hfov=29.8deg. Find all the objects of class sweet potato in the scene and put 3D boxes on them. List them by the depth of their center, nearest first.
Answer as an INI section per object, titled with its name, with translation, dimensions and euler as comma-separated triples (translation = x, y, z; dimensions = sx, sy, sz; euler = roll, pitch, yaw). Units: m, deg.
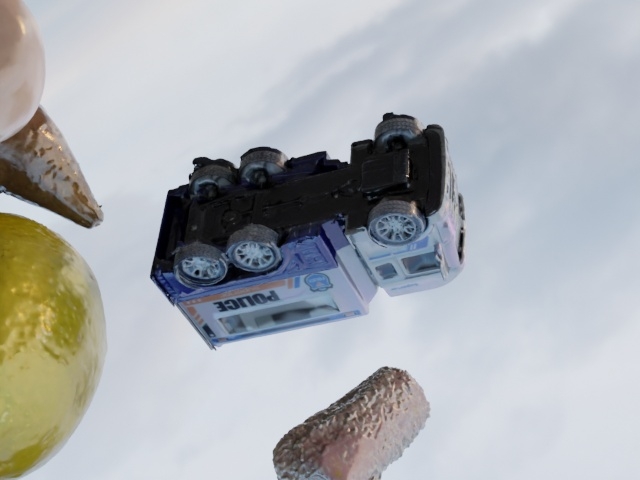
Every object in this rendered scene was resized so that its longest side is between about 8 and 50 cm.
[sweet potato]
translation = -0.346, -0.119, 1.146
dimensions = 0.131, 0.337, 0.131
euler = -44, -179, 1

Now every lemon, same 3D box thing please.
[lemon]
translation = -0.310, 0.098, 1.087
dimensions = 0.236, 0.236, 0.263
euler = -31, -165, 12

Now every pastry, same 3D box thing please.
[pastry]
translation = 0.053, 0.223, 1.414
dimensions = 0.112, 0.103, 0.265
euler = -21, -172, 35

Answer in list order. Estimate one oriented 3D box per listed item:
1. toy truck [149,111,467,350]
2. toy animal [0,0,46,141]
[toy truck]
translation = 0.000, 0.000, 1.060
dimensions = 0.268, 0.155, 0.124
euler = -12, -134, 19
[toy animal]
translation = -0.330, -0.120, 0.901
dimensions = 0.250, 0.166, 0.154
euler = -18, -173, -16
